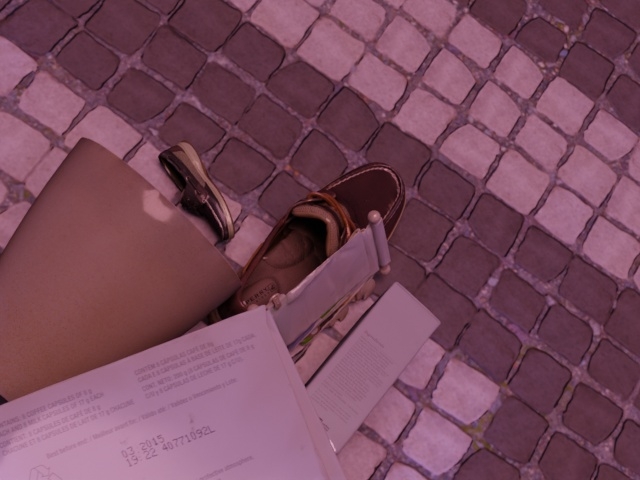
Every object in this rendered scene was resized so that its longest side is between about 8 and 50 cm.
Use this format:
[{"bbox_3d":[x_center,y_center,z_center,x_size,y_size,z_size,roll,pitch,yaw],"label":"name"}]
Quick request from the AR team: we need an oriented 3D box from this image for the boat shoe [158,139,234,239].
[{"bbox_3d":[-0.162,-0.059,1.592,0.049,0.056,0.152,-24,67,-21],"label":"boat shoe"}]

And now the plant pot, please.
[{"bbox_3d":[-0.277,0.066,1.406,0.256,0.256,0.274,42,77,3],"label":"plant pot"}]

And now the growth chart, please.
[{"bbox_3d":[0.005,0.066,1.532,0.237,0.172,0.021,-39,61,-23],"label":"growth chart"}]

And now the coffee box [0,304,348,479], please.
[{"bbox_3d":[-0.167,0.323,1.259,0.338,0.334,0.338,-19,72,-23],"label":"coffee box"}]

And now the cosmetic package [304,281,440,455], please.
[{"bbox_3d":[0.041,0.171,1.520,0.085,0.117,0.231,42,63,2],"label":"cosmetic package"}]

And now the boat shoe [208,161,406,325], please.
[{"bbox_3d":[0.000,0.000,1.575,0.342,0.123,0.123,-37,83,-28],"label":"boat shoe"}]
